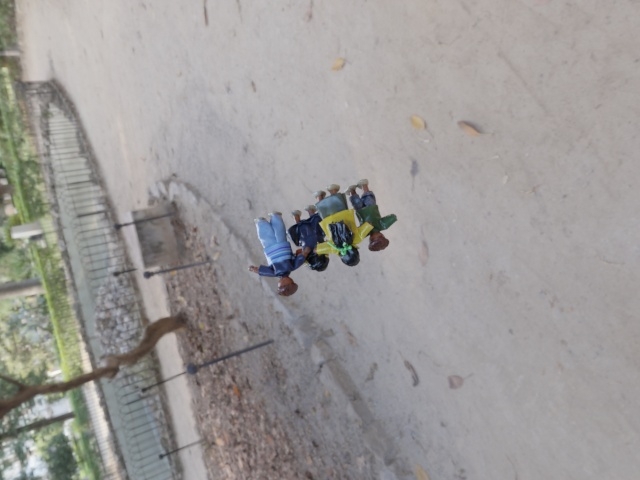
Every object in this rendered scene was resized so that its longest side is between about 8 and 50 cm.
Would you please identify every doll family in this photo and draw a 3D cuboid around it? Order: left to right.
[{"bbox_3d":[0.000,0.000,0.659,0.193,0.076,0.111,-24,74,20],"label":"doll family"}]
